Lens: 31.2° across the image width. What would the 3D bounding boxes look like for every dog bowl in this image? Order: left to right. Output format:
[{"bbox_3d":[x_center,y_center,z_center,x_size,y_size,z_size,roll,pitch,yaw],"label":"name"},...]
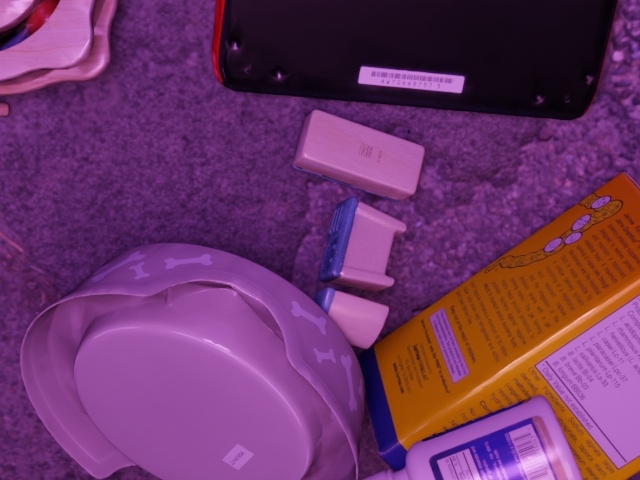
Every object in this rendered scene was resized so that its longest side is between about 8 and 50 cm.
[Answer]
[{"bbox_3d":[-0.114,0.148,1.127,0.349,0.102,0.349,14,135,14],"label":"dog bowl"}]

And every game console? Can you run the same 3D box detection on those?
[{"bbox_3d":[0.104,-0.288,1.063,0.386,0.060,0.342,4,119,-8],"label":"game console"}]

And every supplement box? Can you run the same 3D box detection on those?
[{"bbox_3d":[0.242,0.131,1.184,0.356,0.195,0.194,-36,113,10],"label":"supplement box"}]

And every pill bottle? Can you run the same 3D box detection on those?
[{"bbox_3d":[0.138,0.224,1.046,0.186,0.112,0.112,-22,115,5],"label":"pill bottle"}]

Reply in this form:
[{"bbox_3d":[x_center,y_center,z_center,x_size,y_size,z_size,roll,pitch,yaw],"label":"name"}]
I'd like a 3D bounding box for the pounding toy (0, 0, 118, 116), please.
[{"bbox_3d":[-0.308,-0.199,1.035,0.269,0.155,0.154,-12,88,3],"label":"pounding toy"}]

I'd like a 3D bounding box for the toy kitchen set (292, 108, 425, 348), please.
[{"bbox_3d":[0.000,0.000,1.171,0.122,0.166,0.207,18,74,-15],"label":"toy kitchen set"}]
